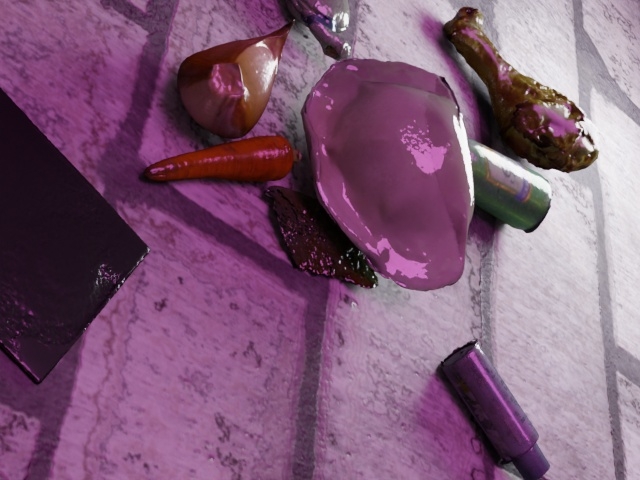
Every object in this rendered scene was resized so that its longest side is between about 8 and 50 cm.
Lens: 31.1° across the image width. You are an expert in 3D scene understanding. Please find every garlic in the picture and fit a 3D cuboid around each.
[{"bbox_3d":[-0.122,-0.210,1.503,0.115,0.128,0.207,14,34,13],"label":"garlic"}]

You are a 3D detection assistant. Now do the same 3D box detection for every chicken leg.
[{"bbox_3d":[0.352,-0.249,2.059,0.361,0.140,0.211,40,19,-8],"label":"chicken leg"}]

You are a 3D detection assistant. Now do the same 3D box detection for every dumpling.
[{"bbox_3d":[0.092,-0.105,1.639,0.260,0.181,0.341,7,88,-24],"label":"dumpling"}]

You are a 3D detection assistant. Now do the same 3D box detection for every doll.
[{"bbox_3d":[-0.008,-0.373,1.772,0.103,0.071,0.214,2,60,-50],"label":"doll"}]

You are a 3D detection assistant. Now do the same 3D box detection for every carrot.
[{"bbox_3d":[-0.127,-0.098,1.471,0.256,0.061,0.061,-11,74,-42],"label":"carrot"}]

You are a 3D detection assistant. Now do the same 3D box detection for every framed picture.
[{"bbox_3d":[-0.342,-0.040,1.208,0.324,0.013,0.244,48,38,-13],"label":"framed picture"}]

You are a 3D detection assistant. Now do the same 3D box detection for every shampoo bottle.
[{"bbox_3d":[0.254,0.249,1.649,0.214,0.072,0.072,56,37,-4],"label":"shampoo bottle"}]

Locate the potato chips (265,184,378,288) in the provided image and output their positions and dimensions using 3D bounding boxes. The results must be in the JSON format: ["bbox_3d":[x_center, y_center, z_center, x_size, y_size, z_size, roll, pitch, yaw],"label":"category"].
[{"bbox_3d":[0.000,0.000,1.565,0.209,0.026,0.142,50,40,-11],"label":"potato chips"}]

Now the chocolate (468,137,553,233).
[{"bbox_3d":[0.249,-0.112,1.871,0.291,0.110,0.110,25,48,-34],"label":"chocolate"}]
